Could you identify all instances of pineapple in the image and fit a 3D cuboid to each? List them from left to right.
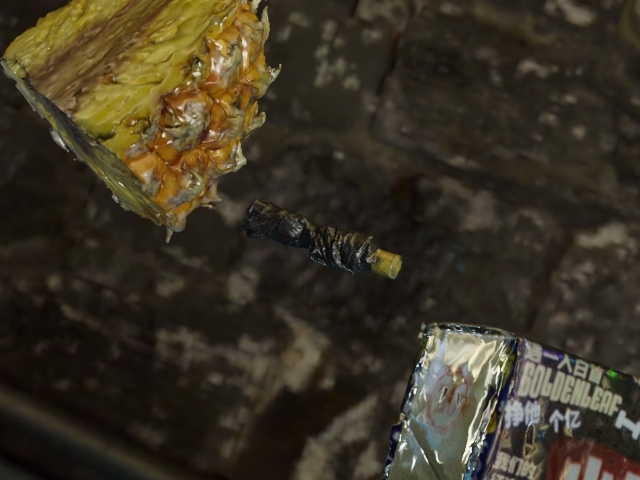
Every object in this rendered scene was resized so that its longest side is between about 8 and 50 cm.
[{"bbox_3d":[-0.103,-0.154,1.412,0.209,0.286,0.344,54,170,-35],"label":"pineapple"}]

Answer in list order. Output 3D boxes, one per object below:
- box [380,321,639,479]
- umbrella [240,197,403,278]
[{"bbox_3d":[0.105,0.215,0.743,0.198,0.310,0.084,21,171,-30],"label":"box"},{"bbox_3d":[0.000,0.000,1.241,0.144,0.037,0.040,19,-147,26],"label":"umbrella"}]
